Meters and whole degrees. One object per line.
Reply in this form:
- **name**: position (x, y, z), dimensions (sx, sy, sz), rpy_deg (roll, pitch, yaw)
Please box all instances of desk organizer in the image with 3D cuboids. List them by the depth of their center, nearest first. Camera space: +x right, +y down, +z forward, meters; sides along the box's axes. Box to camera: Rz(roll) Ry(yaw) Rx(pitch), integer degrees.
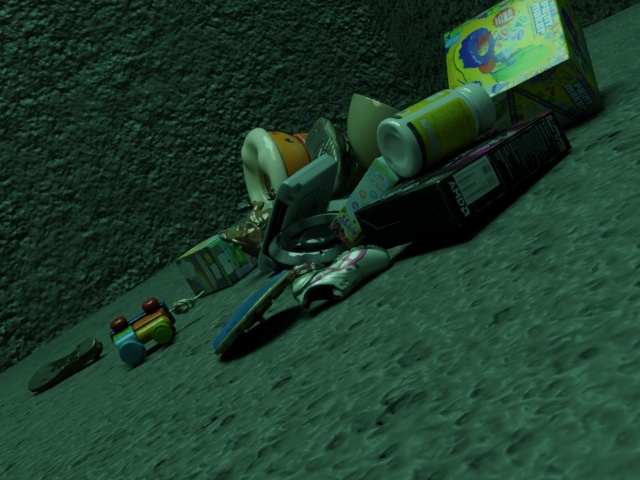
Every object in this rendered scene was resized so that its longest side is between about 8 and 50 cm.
- **desk organizer**: position (0.085, -0.078, 2.129), dimensions (0.130, 0.050, 0.047), rpy_deg (-6, 54, 32)

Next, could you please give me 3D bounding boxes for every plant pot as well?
- **plant pot**: position (0.192, -0.298, 2.468), dimensions (0.284, 0.284, 0.191), rpy_deg (-104, 37, -81)

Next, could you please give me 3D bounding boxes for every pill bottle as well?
- **pill bottle**: position (0.220, -0.212, 1.546), dimensions (0.208, 0.119, 0.119), rpy_deg (-29, 8, -21)

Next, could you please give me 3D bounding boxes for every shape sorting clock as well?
- **shape sorting clock**: position (-0.119, 0.134, 1.504), dimensions (0.206, 0.040, 0.206), rpy_deg (-44, -6, -6)

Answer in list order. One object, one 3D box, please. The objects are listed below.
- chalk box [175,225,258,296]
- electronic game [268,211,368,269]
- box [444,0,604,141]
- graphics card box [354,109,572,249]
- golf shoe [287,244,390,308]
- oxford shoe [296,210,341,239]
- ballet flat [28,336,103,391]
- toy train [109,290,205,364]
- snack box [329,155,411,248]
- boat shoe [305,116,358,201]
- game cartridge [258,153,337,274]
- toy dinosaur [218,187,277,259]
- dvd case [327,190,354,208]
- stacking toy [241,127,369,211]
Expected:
- **chalk box**: position (-0.274, 0.055, 2.296), dimensions (0.213, 0.132, 0.132), rpy_deg (-21, 13, 42)
- **electronic game**: position (0.000, 0.000, 1.782), dimensions (0.229, 0.048, 0.229), rpy_deg (-11, 27, 5)
- **box**: position (0.449, -0.385, 1.851), dimensions (0.279, 0.177, 0.290), rpy_deg (-25, 45, 30)
- **graphics card box**: position (0.265, -0.110, 1.511), dimensions (0.371, 0.094, 0.233), rpy_deg (-33, 9, -36)
- **golf shoe**: position (0.040, 0.069, 1.447), dimensions (0.186, 0.067, 0.086), rpy_deg (-19, 51, -6)
- **oxford shoe**: position (0.000, -0.016, 1.927), dimensions (0.098, 0.096, 0.271), rpy_deg (-18, 13, 31)
- **ballet flat**: position (-0.711, 0.355, 2.306), dimensions (0.250, 0.058, 0.084), rpy_deg (-34, 43, 7)
- **toy train**: position (-0.374, 0.197, 1.947), dimensions (0.248, 0.105, 0.143), rpy_deg (-31, 19, -8)
- **snack box**: position (0.133, -0.096, 1.680), dimensions (0.174, 0.070, 0.207), rpy_deg (-27, -21, -48)
- **boat shoe**: position (0.049, -0.226, 2.355), dimensions (0.132, 0.130, 0.355), rpy_deg (-50, 29, 31)
- **game cartridge**: position (-0.052, -0.066, 2.000), dimensions (0.198, 0.062, 0.297), rpy_deg (-43, -20, -45)
- **toy dinosaur**: position (-0.119, -0.045, 2.160), dimensions (0.296, 0.127, 0.200), rpy_deg (-29, 21, -7)
- **dvd case**: position (0.078, -0.101, 2.361), dimensions (0.179, 0.029, 0.238), rpy_deg (-27, 9, 22)
- **stacking toy**: position (0.016, -0.226, 2.618), dimensions (0.480, 0.350, 0.350), rpy_deg (-16, 3, -20)
